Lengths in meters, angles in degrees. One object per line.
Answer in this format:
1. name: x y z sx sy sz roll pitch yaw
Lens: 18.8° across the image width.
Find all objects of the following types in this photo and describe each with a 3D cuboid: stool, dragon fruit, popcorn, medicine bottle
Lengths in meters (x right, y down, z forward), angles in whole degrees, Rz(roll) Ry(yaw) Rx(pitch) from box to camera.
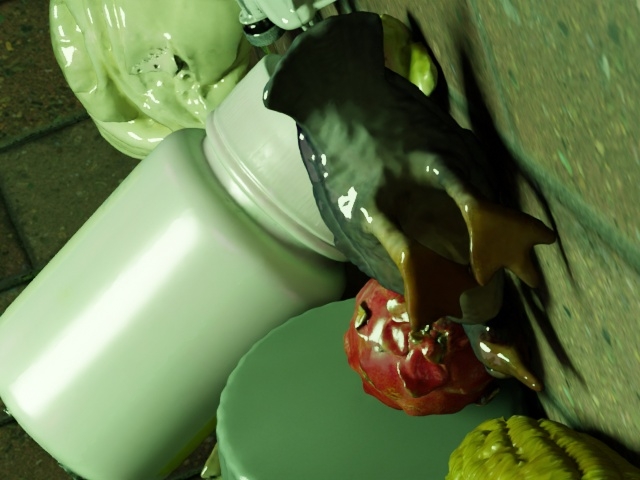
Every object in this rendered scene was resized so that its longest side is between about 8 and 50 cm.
1. stool: 0.060 0.244 1.647 0.297 0.297 0.330 -117 11 -47
2. dragon fruit: 0.084 0.075 1.477 0.133 0.136 0.166 31 150 -8
3. popcorn: 0.041 -0.103 1.419 0.089 0.109 0.097 36 -155 14
4. medicine bottle: -0.108 0.031 1.709 0.213 0.378 0.213 39 -162 -15

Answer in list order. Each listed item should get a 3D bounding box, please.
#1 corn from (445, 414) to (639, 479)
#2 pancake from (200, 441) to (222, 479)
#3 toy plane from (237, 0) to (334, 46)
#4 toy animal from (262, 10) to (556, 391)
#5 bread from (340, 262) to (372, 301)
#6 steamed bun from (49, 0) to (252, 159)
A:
1. corn: 0.152 0.181 1.263 0.363 0.120 0.120 -154 42 -80
2. pancake: -0.061 0.253 1.781 0.033 0.288 0.286 25 164 21
3. toy plane: -0.051 -0.255 1.703 0.251 0.101 0.255 57 -176 -43
4. toy animal: 0.066 -0.021 1.287 0.298 0.122 0.185 51 -175 -15
5. bread: 0.000 0.000 1.920 0.305 0.159 0.305 157 90 -85
6. steamed bun: -0.164 -0.227 1.927 0.275 0.206 0.320 -100 17 -69
